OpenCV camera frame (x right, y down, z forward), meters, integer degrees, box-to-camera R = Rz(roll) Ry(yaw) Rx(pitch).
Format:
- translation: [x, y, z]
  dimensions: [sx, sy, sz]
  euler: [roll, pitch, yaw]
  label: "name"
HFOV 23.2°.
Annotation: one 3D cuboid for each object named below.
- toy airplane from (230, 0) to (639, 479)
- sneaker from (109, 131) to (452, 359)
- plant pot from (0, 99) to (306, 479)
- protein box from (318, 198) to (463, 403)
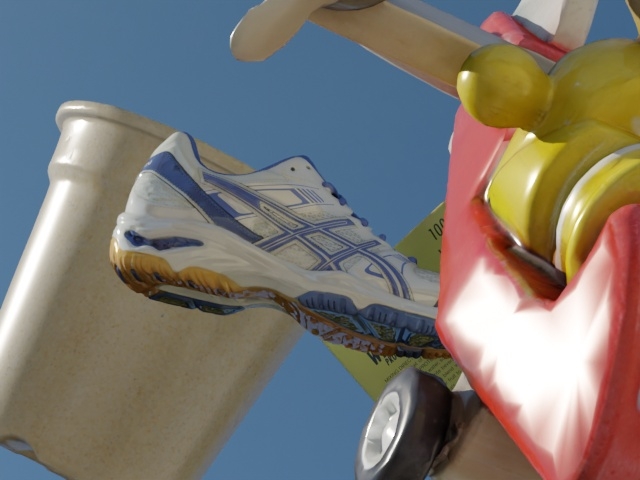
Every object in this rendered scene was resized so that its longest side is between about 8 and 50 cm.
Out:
- translation: [0.139, -0.062, 0.741]
  dimensions: [0.386, 0.384, 0.272]
  euler: [-13, -35, -46]
  label: "toy airplane"
- translation: [0.000, 0.000, 1.143]
  dimensions: [0.296, 0.131, 0.112]
  euler: [16, -19, -1]
  label: "sneaker"
- translation: [-0.168, 0.086, 1.455]
  dimensions: [0.334, 0.334, 0.305]
  euler: [31, -102, -18]
  label: "plant pot"
- translation: [0.143, 0.070, 1.246]
  dimensions: [0.200, 0.136, 0.201]
  euler: [-43, -97, 18]
  label: "protein box"
